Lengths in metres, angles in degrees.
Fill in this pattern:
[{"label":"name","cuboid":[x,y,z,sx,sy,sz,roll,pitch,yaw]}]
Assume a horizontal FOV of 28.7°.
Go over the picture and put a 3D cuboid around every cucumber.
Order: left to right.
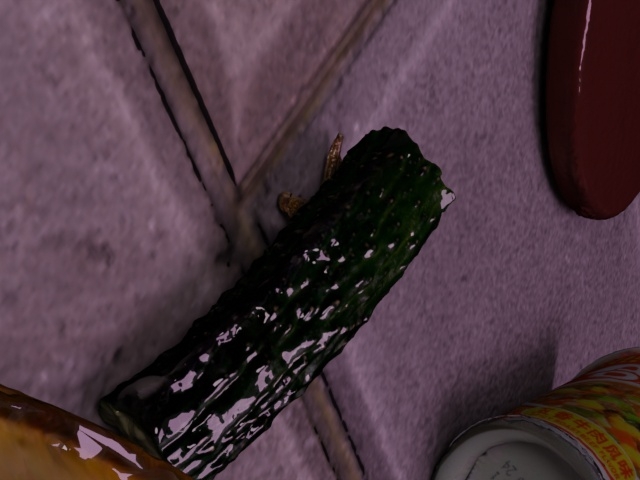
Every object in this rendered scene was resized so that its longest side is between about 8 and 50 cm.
[{"label":"cucumber","cuboid":[-0.012,0.026,0.509,0.187,0.058,0.058,-47,140,-33]}]

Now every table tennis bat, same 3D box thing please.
[{"label":"table tennis bat","cuboid":[0.219,-0.209,0.843,0.268,0.051,0.414,-38,134,-49]}]

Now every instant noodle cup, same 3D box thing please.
[{"label":"instant noodle cup","cuboid":[0.182,0.166,0.818,0.212,0.193,0.193,0,102,-52]}]

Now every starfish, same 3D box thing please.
[{"label":"starfish","cuboid":[0.000,0.000,0.581,0.086,0.016,0.092,-58,149,-19]}]

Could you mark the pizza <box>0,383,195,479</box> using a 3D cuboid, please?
[{"label":"pizza","cuboid":[-0.098,0.291,0.383,0.406,0.130,0.439,-54,125,-36]}]
